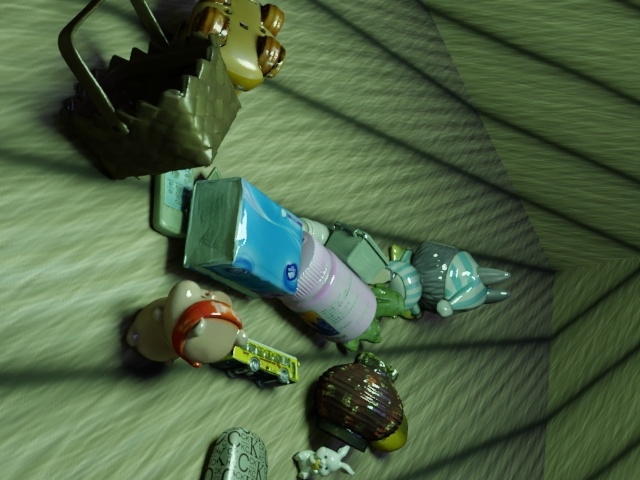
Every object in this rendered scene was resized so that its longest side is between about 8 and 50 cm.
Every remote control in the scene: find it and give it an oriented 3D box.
[{"bbox_3d":[-0.311,-0.121,1.502,0.098,0.038,0.233,25,57,-53],"label":"remote control"}]

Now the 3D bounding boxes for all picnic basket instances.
[{"bbox_3d":[-0.329,-0.294,1.301,0.321,0.291,0.254,63,32,-36],"label":"picnic basket"}]

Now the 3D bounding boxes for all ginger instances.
[{"bbox_3d":[0.142,0.216,2.006,0.137,0.089,0.290,40,41,9],"label":"ginger"}]

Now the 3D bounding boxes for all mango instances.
[{"bbox_3d":[0.173,0.498,1.963,0.195,0.098,0.137,56,40,-20],"label":"mango"}]

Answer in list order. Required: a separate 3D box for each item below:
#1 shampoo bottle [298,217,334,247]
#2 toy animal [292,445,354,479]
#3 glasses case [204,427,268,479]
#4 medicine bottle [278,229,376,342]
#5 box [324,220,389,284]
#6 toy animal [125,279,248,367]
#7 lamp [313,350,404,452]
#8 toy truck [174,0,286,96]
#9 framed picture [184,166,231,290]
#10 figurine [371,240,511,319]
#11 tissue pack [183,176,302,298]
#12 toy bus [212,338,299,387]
[{"bbox_3d":[0.000,0.000,1.896,0.303,0.092,0.092,19,62,-53],"label":"shampoo bottle"},{"bbox_3d":[0.006,0.524,1.660,0.085,0.124,0.070,28,50,-52],"label":"toy animal"},{"bbox_3d":[-0.181,0.547,1.390,0.137,0.085,0.354,45,43,-40],"label":"glasses case"},{"bbox_3d":[-0.003,0.119,1.759,0.291,0.178,0.178,43,44,-41],"label":"medicine bottle"},{"bbox_3d":[0.090,0.039,1.856,0.092,0.124,0.172,-55,138,-12],"label":"box"},{"bbox_3d":[-0.248,0.161,1.334,0.171,0.198,0.171,23,63,-56],"label":"toy animal"},{"bbox_3d":[0.098,0.397,1.754,0.247,0.247,0.246,29,54,-50],"label":"lamp"},{"bbox_3d":[-0.208,-0.455,1.597,0.204,0.212,0.287,21,50,-29],"label":"toy truck"},{"bbox_3d":[-0.223,-0.027,1.592,0.173,0.010,0.231,-68,143,-46],"label":"framed picture"},{"bbox_3d":[0.395,0.111,2.207,0.361,0.378,0.266,-13,89,-60],"label":"figurine"},{"bbox_3d":[-0.158,0.000,1.536,0.263,0.146,0.198,37,53,-58],"label":"tissue pack"},{"bbox_3d":[-0.144,0.275,1.572,0.226,0.081,0.074,30,48,-45],"label":"toy bus"}]
